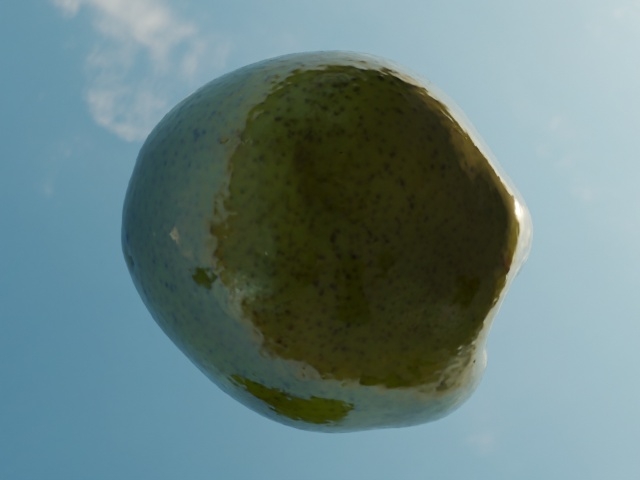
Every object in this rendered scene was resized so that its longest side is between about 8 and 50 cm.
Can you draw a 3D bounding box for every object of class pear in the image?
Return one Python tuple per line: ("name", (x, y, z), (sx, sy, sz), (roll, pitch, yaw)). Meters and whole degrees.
("pear", (0.000, 0.000, 0.703), (0.294, 0.294, 0.294), (10, -110, -29))
